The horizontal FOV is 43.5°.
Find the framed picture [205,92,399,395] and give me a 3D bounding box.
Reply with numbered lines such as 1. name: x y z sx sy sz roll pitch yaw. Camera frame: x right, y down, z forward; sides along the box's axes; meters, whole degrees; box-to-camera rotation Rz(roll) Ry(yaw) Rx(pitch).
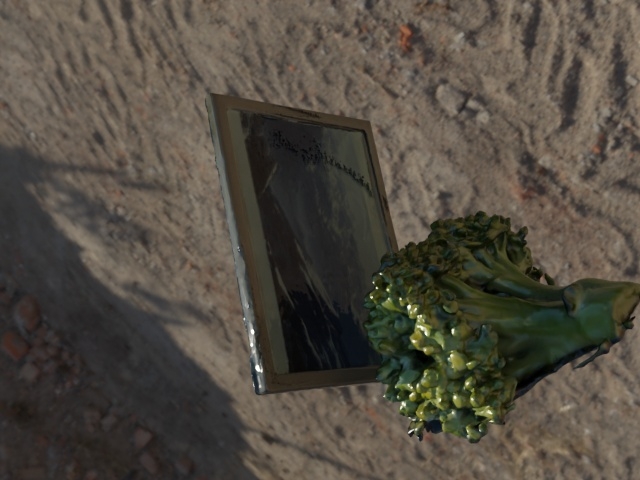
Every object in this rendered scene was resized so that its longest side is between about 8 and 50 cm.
1. framed picture: 0.000 0.000 0.916 0.022 0.247 0.335 -28 67 44

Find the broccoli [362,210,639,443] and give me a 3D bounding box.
1. broccoli: 0.150 0.056 0.779 0.180 0.242 0.273 45 139 -4
